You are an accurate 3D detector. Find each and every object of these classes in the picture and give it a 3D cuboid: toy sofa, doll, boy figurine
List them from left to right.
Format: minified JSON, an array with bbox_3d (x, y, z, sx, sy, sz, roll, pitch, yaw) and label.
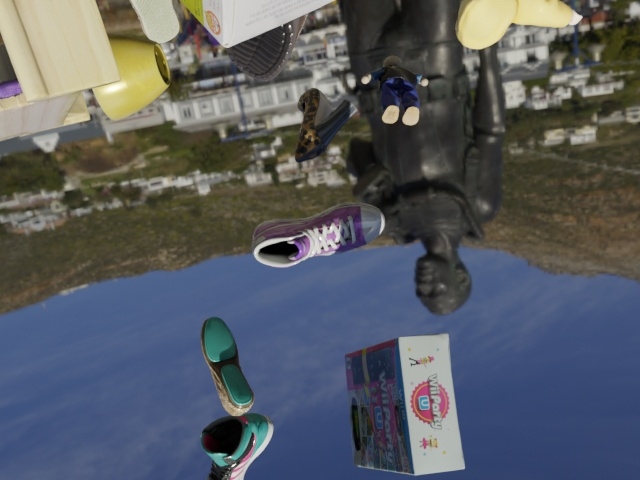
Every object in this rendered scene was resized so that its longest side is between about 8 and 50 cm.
[{"bbox_3d":[-0.408,-0.241,0.966,0.177,0.150,0.362,-19,-172,-22],"label":"toy sofa"},{"bbox_3d":[0.140,-0.294,1.322,0.129,0.046,0.189,4,-134,-3],"label":"doll"},{"bbox_3d":[0.313,-0.375,1.066,0.177,0.092,0.285,41,-122,15],"label":"boy figurine"}]

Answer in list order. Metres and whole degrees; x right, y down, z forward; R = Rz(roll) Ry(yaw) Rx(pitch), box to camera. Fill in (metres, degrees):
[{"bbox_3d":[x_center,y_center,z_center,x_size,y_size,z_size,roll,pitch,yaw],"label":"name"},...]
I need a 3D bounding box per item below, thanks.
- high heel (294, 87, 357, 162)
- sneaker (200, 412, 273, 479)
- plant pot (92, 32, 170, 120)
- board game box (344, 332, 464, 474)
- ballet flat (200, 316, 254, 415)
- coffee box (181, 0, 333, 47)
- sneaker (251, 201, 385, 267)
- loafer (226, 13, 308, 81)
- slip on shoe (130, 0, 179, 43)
[{"bbox_3d":[-0.041,-0.277,1.701,0.186,0.093,0.261,-47,-150,-9],"label":"high heel"},{"bbox_3d":[-0.250,0.561,1.766,0.124,0.295,0.178,25,170,36],"label":"sneaker"},{"bbox_3d":[-0.287,-0.261,1.074,0.095,0.134,0.134,-12,-163,5],"label":"plant pot"},{"bbox_3d":[0.139,0.297,1.268,0.098,0.224,0.303,-1,166,-18],"label":"board game box"},{"bbox_3d":[-0.186,0.244,1.330,0.073,0.067,0.206,-3,-129,-28],"label":"ballet flat"},{"bbox_3d":[-0.069,-0.514,0.836,0.338,0.338,0.334,-31,-115,-23],"label":"coffee box"},{"bbox_3d":[0.000,0.001,1.414,0.282,0.102,0.161,-13,-166,0],"label":"sneaker"},{"bbox_3d":[-0.062,-0.441,1.251,0.134,0.366,0.130,34,-131,1],"label":"loafer"},{"bbox_3d":[-0.398,-0.593,1.619,0.123,0.101,0.331,-27,165,-13],"label":"slip on shoe"}]
